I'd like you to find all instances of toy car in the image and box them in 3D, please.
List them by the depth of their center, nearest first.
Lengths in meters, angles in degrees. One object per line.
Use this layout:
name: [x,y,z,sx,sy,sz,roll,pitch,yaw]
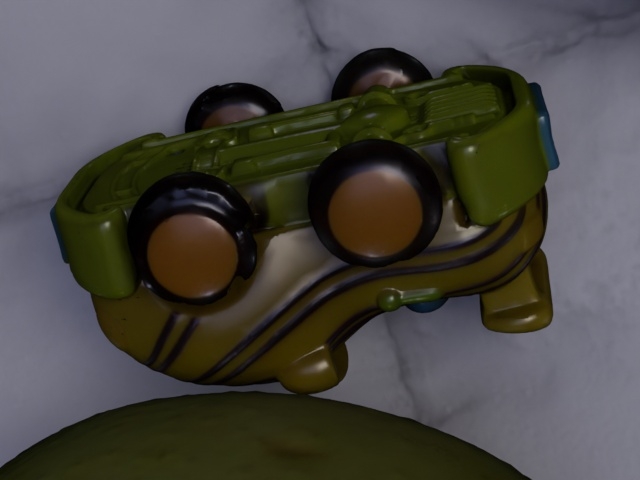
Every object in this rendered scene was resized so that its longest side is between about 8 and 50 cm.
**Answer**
toy car: [0.000,0.000,0.751,0.248,0.200,0.142,-11,108,12]

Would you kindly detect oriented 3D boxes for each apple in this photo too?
apple: [-0.030,0.216,0.716,0.360,0.311,0.320,6,112,19]
